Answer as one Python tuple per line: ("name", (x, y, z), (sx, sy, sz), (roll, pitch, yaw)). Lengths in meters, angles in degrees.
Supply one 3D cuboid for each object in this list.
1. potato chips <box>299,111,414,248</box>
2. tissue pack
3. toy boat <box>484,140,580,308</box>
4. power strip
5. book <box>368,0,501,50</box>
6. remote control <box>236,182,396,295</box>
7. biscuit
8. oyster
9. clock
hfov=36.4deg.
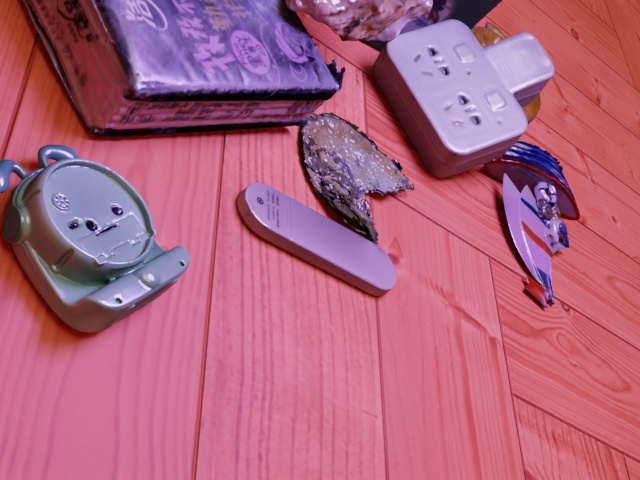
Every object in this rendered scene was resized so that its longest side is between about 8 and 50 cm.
("potato chips", (0.048, -0.087, 1.338), (0.202, 0.029, 0.220), (36, 34, -20))
("tissue pack", (-0.164, -0.256, 1.168), (0.361, 0.122, 0.259), (-13, 67, -51))
("toy boat", (0.341, -0.044, 1.618), (0.219, 0.072, 0.318), (47, 44, -12))
("power strip", (0.237, -0.235, 1.577), (0.261, 0.141, 0.229), (-22, 74, -25))
("book", (0.198, -0.427, 1.513), (0.260, 0.371, 0.043), (18, 47, -40))
("remote control", (0.000, 0.000, 1.202), (0.245, 0.022, 0.077), (28, 38, -30))
("biscuit", (0.321, -0.300, 1.790), (0.213, 0.091, 0.274), (48, 32, -1))
("oyster", (0.075, -0.401, 1.294), (0.238, 0.115, 0.351), (46, 67, -5))
("clock", (-0.224, -0.012, 0.919), (0.188, 0.060, 0.148), (51, 34, 0))
